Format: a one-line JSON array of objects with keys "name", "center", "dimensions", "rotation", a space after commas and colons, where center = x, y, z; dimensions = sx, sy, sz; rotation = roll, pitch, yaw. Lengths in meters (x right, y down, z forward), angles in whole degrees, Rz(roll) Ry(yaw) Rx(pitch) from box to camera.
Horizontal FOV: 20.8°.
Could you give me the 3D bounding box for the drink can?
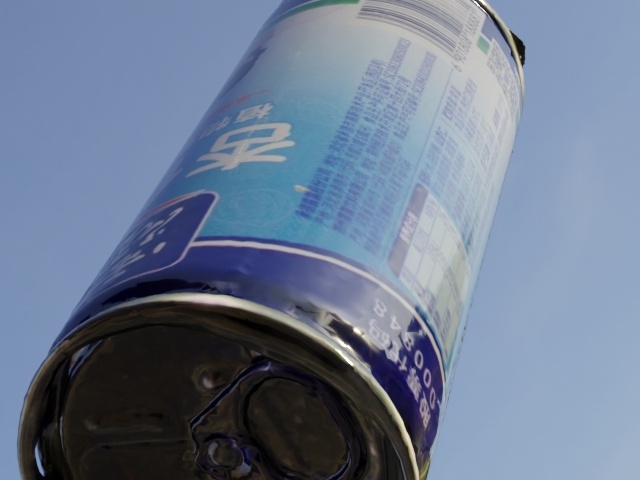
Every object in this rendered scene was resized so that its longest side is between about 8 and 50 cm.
[{"name": "drink can", "center": [0.000, 0.000, 0.484], "dimensions": [0.097, 0.097, 0.235], "rotation": [-53, 7, 29]}]
